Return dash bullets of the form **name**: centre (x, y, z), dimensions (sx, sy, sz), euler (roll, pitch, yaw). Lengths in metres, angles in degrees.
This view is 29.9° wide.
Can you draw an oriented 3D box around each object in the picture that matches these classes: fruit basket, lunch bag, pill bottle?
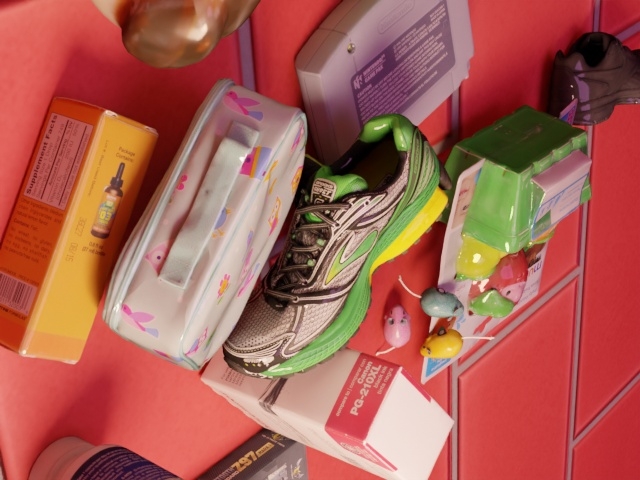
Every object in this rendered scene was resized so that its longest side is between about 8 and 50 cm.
- **fruit basket**: centre (0.269, 0.004, 1.710), dimensions (0.327, 0.165, 0.353), euler (-30, 131, -43)
- **lunch bag**: centre (-0.109, -0.018, 1.174), dimensions (0.224, 0.107, 0.279), euler (75, 39, -79)
- **pill bottle**: centre (-0.199, 0.266, 1.185), dimensions (0.112, 0.186, 0.112), euler (-27, 127, -44)

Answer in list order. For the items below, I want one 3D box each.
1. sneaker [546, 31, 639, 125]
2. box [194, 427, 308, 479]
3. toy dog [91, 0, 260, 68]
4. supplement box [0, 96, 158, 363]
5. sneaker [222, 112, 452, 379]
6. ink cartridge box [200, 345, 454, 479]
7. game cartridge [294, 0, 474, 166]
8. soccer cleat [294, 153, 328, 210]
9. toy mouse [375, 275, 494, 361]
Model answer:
- **sneaker**: centre (0.454, -0.271, 1.880), dimensions (0.286, 0.109, 0.130), euler (-29, 121, -46)
- **box**: centre (-0.088, 0.369, 1.492), dimensions (0.183, 0.059, 0.233), euler (-32, 129, -41)
- **toy dog**: centre (-0.130, -0.325, 0.908), dimensions (0.395, 0.285, 0.408), euler (-25, 140, -6)
- **supplement box**: centre (-0.234, -0.010, 1.106), dimensions (0.078, 0.080, 0.233), euler (21, 91, -55)
- **sneaker**: centre (0.000, 0.000, 1.312), dimensions (0.343, 0.134, 0.146), euler (-54, 140, -17)
- **ink cartridge box**: centre (0.008, 0.183, 1.381), dimensions (0.100, 0.237, 0.172), euler (-62, 144, -16)
- **game cartridge**: centre (0.083, -0.219, 1.450), dimensions (0.294, 0.060, 0.196), euler (-43, 140, -33)
- **soccer cleat**: centre (-0.004, -0.027, 1.418), dimensions (0.072, 0.060, 0.179), euler (-51, 143, -27)
- **toy mouse**: centre (0.136, 0.110, 1.619), dimensions (0.031, 0.161, 0.143), euler (-82, 150, -58)
